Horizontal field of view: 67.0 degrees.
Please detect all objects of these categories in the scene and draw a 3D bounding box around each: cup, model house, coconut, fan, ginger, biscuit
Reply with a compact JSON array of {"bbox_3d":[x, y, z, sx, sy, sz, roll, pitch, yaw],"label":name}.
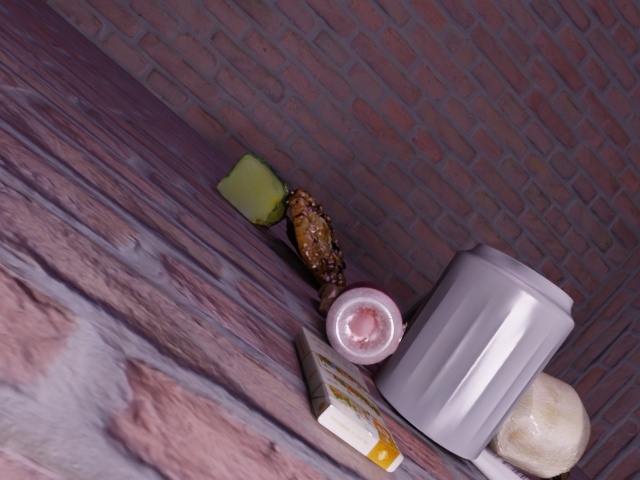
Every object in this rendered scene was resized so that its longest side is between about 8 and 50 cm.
[{"bbox_3d":[0.270,0.181,0.932,0.236,0.327,0.323,32,3,-24],"label":"cup"},{"bbox_3d":[-0.179,-0.148,1.530,0.194,0.170,0.211,40,3,11],"label":"model house"},{"bbox_3d":[0.507,0.443,1.199,0.247,0.245,0.245,23,3,3],"label":"coconut"},{"bbox_3d":[-0.054,0.031,1.527,0.227,0.008,0.152,55,-19,22],"label":"fan"},{"bbox_3d":[0.042,0.141,1.183,0.089,0.075,0.288,14,-1,9],"label":"ginger"},{"bbox_3d":[0.002,0.002,1.407,0.289,0.081,0.334,46,24,-59],"label":"biscuit"}]

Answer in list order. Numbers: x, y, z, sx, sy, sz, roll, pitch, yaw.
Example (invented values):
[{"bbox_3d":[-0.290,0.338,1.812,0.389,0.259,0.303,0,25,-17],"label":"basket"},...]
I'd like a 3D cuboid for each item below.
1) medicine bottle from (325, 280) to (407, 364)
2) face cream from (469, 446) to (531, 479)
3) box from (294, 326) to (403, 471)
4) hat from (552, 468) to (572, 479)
[{"bbox_3d":[0.088,0.153,0.966,0.147,0.147,0.247,42,3,4],"label":"medicine bottle"},{"bbox_3d":[0.334,0.435,0.917,0.092,0.058,0.243,28,7,-48],"label":"face cream"},{"bbox_3d":[0.028,0.201,0.650,0.122,0.032,0.220,41,3,-16],"label":"box"},{"bbox_3d":[0.749,0.661,1.483,0.193,0.082,0.193,-8,90,-76],"label":"hat"}]
